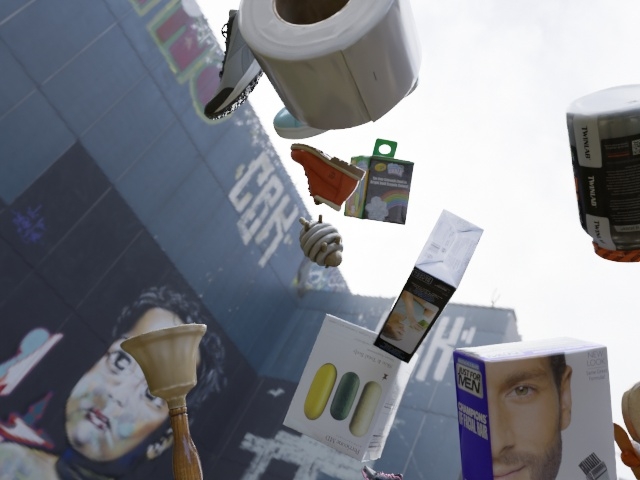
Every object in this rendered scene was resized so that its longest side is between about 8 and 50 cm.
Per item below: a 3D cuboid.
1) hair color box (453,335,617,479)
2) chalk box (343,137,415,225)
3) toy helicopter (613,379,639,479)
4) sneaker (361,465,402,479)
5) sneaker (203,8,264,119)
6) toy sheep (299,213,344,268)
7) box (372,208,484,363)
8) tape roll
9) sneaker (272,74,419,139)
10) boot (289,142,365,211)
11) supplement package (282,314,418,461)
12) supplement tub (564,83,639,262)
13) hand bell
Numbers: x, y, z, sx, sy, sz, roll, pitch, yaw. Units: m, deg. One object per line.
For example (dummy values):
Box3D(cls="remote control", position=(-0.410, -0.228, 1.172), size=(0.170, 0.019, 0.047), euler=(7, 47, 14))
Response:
Box3D(cls="hair color box", position=(0.299, 0.314, 0.859), size=(0.185, 0.339, 0.110), euler=(-5, -2, -12))
Box3D(cls="chalk box", position=(0.153, -0.156, 1.622), size=(0.132, 0.213, 0.132), euler=(6, 4, -21))
Box3D(cls="toy helicopter", position=(0.745, 0.472, 1.318), size=(0.234, 0.355, 0.140), euler=(-11, -18, -15))
Box3D(cls="sneaker", position=(0.137, 0.487, 1.254), size=(0.119, 0.057, 0.047), euler=(38, -2, 3))
Box3D(cls="sneaker", position=(-0.140, -0.339, 1.113), size=(0.107, 0.272, 0.100), euler=(29, -3, -10))
Box3D(cls="toy sheep", position=(0.000, 0.000, 1.210), size=(0.132, 0.091, 0.091), euler=(55, -25, 27))
Box3D(cls="box", position=(0.206, 0.097, 1.225), size=(0.087, 0.169, 0.290), euler=(28, -39, 8))
Box3D(cls="tape roll", position=(0.019, -0.314, 0.938), size=(0.246, 0.246, 0.169), euler=(12, -21, 25))
Box3D(cls="sneaker", position=(0.033, -0.358, 1.428), size=(0.365, 0.135, 0.150), euler=(-21, -47, 18))
Box3D(cls="boot", position=(-0.006, -0.104, 0.998), size=(0.059, 0.085, 0.158), euler=(16, 13, -47))
Box3D(cls="supplement package", position=(0.077, 0.340, 1.434), size=(0.199, 0.263, 0.198), euler=(19, -10, 21))
Box3D(cls="supplement tub", position=(0.358, -0.077, 0.732), size=(0.116, 0.117, 0.191), euler=(0, -63, 37))
Box3D(cls="hand bell", position=(-0.200, 0.252, 0.883), size=(0.126, 0.126, 0.242), euler=(-36, -116, 53))
